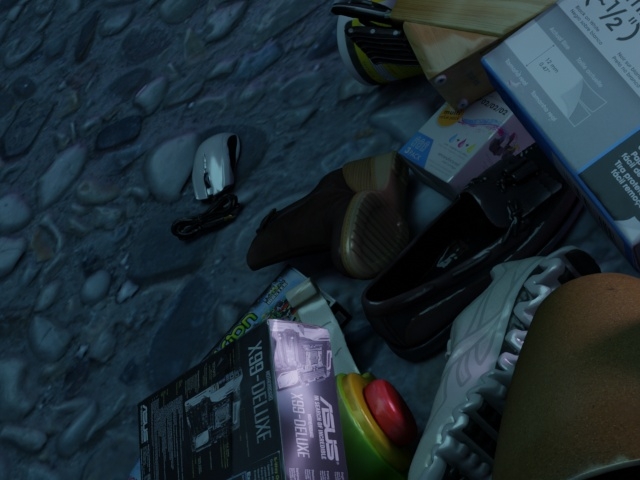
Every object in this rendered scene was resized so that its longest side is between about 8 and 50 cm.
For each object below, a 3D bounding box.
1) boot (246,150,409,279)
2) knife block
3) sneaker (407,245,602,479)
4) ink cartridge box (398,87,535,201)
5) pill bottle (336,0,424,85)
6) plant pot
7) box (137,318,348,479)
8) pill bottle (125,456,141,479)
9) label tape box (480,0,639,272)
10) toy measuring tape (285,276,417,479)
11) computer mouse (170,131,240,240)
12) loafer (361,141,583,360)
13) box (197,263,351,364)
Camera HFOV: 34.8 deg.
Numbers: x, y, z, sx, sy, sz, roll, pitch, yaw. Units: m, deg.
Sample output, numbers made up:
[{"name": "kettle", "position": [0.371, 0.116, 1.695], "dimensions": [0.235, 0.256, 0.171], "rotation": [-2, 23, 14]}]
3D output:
[{"name": "boot", "position": [0.000, 0.000, 1.193], "dimensions": [0.207, 0.090, 0.248], "rotation": [-27, 21, 28]}, {"name": "knife block", "position": [0.156, -0.287, 1.181], "dimensions": [0.276, 0.088, 0.242], "rotation": [-29, 61, 18]}, {"name": "sneaker", "position": [0.160, 0.131, 0.959], "dimensions": [0.118, 0.110, 0.292], "rotation": [2, 49, 51]}, {"name": "ink cartridge box", "position": [0.192, -0.133, 1.187], "dimensions": [0.181, 0.061, 0.104], "rotation": [-46, 39, -4]}, {"name": "pill bottle", "position": [0.136, -0.277, 1.320], "dimensions": [0.208, 0.119, 0.119], "rotation": [-8, 51, 36]}, {"name": "plant pot", "position": [0.239, 0.150, 0.792], "dimensions": [0.237, 0.237, 0.254], "rotation": [-25, 31, 22]}, {"name": "box", "position": [-0.074, 0.257, 0.938], "dimensions": [0.242, 0.076, 0.307], "rotation": [-36, 52, 41]}, {"name": "pill bottle", "position": [-0.173, 0.281, 1.114], "dimensions": [0.087, 0.087, 0.160], "rotation": [10, 63, 45]}, {"name": "label tape box", "position": [0.368, -0.173, 0.968], "dimensions": [0.348, 0.115, 0.249], "rotation": [-37, 64, 11]}, {"name": "toy measuring tape", "position": [0.012, 0.144, 1.027], "dimensions": [0.121, 0.121, 0.330], "rotation": [-35, 48, 11]}, {"name": "computer mouse", "position": [-0.160, -0.092, 1.470], "dimensions": [0.106, 0.042, 0.193], "rotation": [-23, 43, 25]}, {"name": "loafer", "position": [0.166, -0.007, 1.071], "dimensions": [0.302, 0.095, 0.109], "rotation": [-47, 39, -3]}, {"name": "box", "position": [-0.069, 0.134, 1.196], "dimensions": [0.207, 0.036, 0.114], "rotation": [-49, 39, -5]}]
